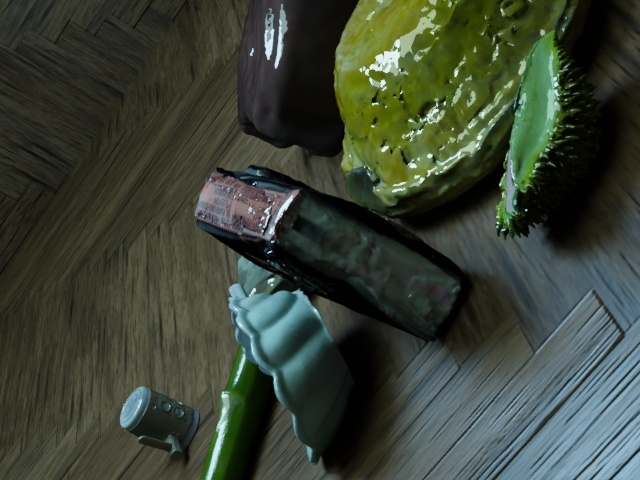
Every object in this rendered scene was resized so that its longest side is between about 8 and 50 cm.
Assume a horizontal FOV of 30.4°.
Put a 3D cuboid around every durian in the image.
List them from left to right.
[{"bbox_3d":[0.236,-0.093,1.209,0.137,0.096,0.220,81,-154,-66],"label":"durian"}]

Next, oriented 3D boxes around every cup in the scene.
[{"bbox_3d":[-0.244,0.278,1.746,0.074,0.099,0.102,-39,29,42],"label":"cup"}]

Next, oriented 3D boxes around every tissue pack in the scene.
[{"bbox_3d":[0.000,0.000,1.385,0.123,0.245,0.332,-62,21,-3],"label":"tissue pack"}]

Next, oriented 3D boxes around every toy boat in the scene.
[{"bbox_3d":[-0.032,0.138,1.400,0.100,0.199,0.290,-28,30,-6],"label":"toy boat"}]

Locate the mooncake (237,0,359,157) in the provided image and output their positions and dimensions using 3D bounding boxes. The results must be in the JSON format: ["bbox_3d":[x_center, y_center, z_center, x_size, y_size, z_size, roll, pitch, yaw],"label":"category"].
[{"bbox_3d":[-0.037,-0.268,1.798,0.325,0.174,0.333,-98,22,-49],"label":"mooncake"}]

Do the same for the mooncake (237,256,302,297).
[{"bbox_3d":[-0.065,0.053,1.685,0.130,0.073,0.125,-44,30,37],"label":"mooncake"}]

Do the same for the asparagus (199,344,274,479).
[{"bbox_3d":[-0.110,0.248,1.547,0.060,0.067,0.277,-4,58,32],"label":"asparagus"}]

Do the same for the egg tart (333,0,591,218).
[{"bbox_3d":[0.147,-0.242,1.467,0.443,0.178,0.443,-45,26,29],"label":"egg tart"}]
